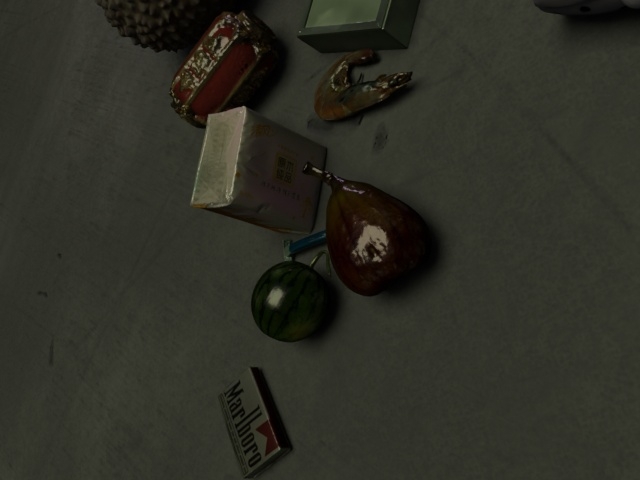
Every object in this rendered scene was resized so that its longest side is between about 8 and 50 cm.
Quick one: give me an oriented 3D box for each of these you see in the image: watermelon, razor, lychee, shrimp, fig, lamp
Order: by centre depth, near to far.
[{"bbox_3d":[0.061,-0.037,1.074,0.170,0.146,0.274,-46,68,21],"label":"fig"},{"bbox_3d":[-0.042,0.094,1.146,0.141,0.141,0.187,36,91,40],"label":"watermelon"},{"bbox_3d":[-0.003,-0.001,1.200,0.191,0.037,0.068,-22,64,35],"label":"razor"},{"bbox_3d":[0.077,-0.308,1.208,0.251,0.052,0.143,-1,75,41],"label":"shrimp"},{"bbox_3d":[-0.215,-0.374,1.396,0.274,0.177,0.177,-45,54,20],"label":"lamp"},{"bbox_3d":[-0.357,-0.657,1.469,0.380,0.380,0.432,52,132,37],"label":"lychee"}]

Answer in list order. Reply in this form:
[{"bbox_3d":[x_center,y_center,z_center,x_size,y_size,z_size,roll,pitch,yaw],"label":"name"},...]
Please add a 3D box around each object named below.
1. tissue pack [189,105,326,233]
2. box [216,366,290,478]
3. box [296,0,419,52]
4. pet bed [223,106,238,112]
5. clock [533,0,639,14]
[{"bbox_3d":[-0.111,-0.124,1.202,0.124,0.225,0.184,0,78,41],"label":"tissue pack"},{"bbox_3d":[-0.132,0.348,1.215,0.115,0.036,0.177,-43,54,23],"label":"box"},{"bbox_3d":[0.071,-0.448,1.229,0.225,0.086,0.129,12,86,42],"label":"box"},{"bbox_3d":[-0.179,-0.178,1.306,0.054,0.201,0.201,12,85,11],"label":"pet bed"},{"bbox_3d":[0.444,-0.379,0.852,0.254,0.189,0.188,25,95,36],"label":"clock"}]
